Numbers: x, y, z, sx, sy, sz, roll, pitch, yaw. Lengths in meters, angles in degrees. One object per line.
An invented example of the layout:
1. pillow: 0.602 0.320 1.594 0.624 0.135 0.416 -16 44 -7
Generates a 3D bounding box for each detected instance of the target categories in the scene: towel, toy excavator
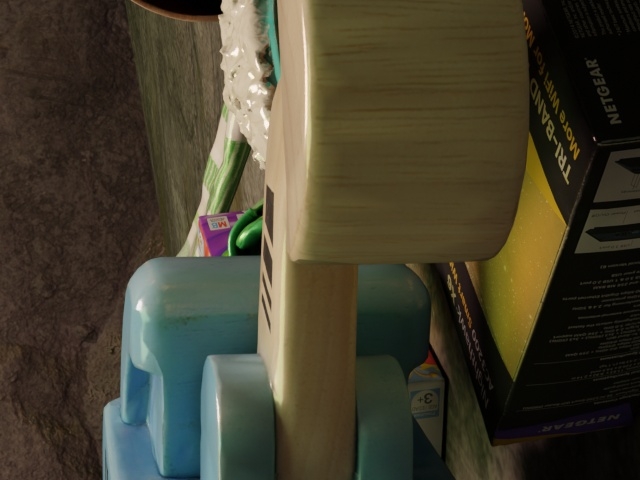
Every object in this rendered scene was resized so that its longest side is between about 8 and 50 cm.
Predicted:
1. towel: -0.111 -0.046 1.557 0.248 0.038 0.325 -86 16 -63
2. toy excavator: -0.016 0.066 0.756 0.433 0.222 0.445 -128 37 -74

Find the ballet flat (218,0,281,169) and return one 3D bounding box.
1. ballet flat: -0.016 -0.178 1.096 0.147 0.147 0.409 103 165 -61

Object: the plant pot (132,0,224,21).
1. plant pot: -0.088 -0.288 1.337 0.230 0.215 0.215 -55 -41 -86

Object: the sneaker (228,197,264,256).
1. sneaker: 0.000 0.000 1.078 0.123 0.109 0.295 80 -162 -58

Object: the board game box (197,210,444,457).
1. board game box: -0.007 0.098 1.246 0.275 0.144 0.142 -115 21 -56

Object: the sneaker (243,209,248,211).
1. sneaker: -0.071 0.106 1.627 0.341 0.125 0.140 100 161 -58

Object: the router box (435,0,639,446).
1. router box: 0.097 -0.094 0.746 0.243 0.081 0.309 96 163 -54
